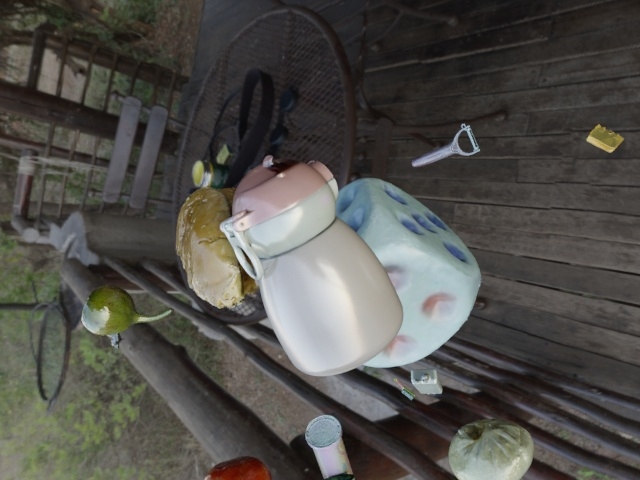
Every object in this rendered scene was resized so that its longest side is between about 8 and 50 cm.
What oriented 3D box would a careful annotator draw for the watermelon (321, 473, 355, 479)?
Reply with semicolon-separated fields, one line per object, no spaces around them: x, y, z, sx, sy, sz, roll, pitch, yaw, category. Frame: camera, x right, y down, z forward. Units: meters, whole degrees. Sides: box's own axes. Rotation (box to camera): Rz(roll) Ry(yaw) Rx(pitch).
0.023;0.768;1.259;0.207;0.202;0.136;-40;51;-19;watermelon

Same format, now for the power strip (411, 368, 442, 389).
0.428;0.566;1.719;0.098;0.338;0.058;-6;63;17;power strip

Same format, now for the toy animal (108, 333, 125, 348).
-0.712;0.312;1.469;0.065;0.047;0.136;-6;100;31;toy animal

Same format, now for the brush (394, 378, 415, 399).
0.273;0.488;1.412;0.083;0.021;0.019;42;135;13;brush

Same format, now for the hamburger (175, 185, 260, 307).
-0.147;-0.007;0.626;0.262;0.124;0.131;41;141;53;hamburger

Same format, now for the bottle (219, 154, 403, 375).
-0.015;0.017;0.486;0.147;0.147;0.237;-12;110;47;bottle

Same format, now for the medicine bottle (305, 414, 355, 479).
0.053;0.726;1.336;0.108;0.108;0.426;24;137;48;medicine bottle

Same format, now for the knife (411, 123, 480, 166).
0.475;-0.357;1.708;0.278;0.053;0.123;-19;100;37;knife

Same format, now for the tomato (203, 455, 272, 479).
-0.253;0.775;1.305;0.232;0.232;0.189;43;142;43;tomato

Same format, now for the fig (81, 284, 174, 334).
-0.567;0.214;1.274;0.149;0.245;0.149;-168;90;-73;fig

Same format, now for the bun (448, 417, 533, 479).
0.420;0.524;1.094;0.127;0.222;0.222;50;129;-4;bun

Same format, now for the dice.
0.113;0.059;0.833;0.268;0.262;0.265;-53;22;25;dice

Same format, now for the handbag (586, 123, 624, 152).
0.844;-0.302;1.273;0.061;0.027;0.083;-41;64;-17;handbag
